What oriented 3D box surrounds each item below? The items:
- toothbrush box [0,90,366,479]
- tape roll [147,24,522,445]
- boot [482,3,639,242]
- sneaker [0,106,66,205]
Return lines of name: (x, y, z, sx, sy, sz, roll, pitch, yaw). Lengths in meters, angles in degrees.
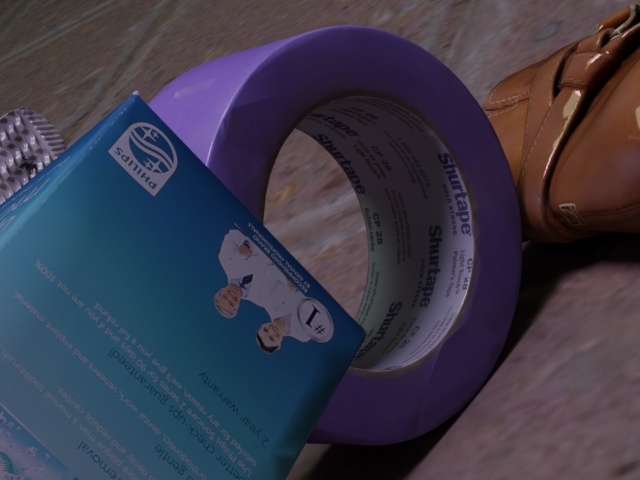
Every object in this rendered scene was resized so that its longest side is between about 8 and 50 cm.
toothbrush box: (-0.140, 0.117, 0.539, 0.216, 0.126, 0.295, -34, 16, 39)
tape roll: (0.000, 0.000, 0.786, 0.080, 0.189, 0.189, -9, 31, 51)
boot: (0.200, -0.099, 0.867, 0.220, 0.109, 0.283, -18, 32, 47)
sneaker: (-0.340, 0.004, 1.454, 0.146, 0.102, 0.293, -22, 17, 39)
